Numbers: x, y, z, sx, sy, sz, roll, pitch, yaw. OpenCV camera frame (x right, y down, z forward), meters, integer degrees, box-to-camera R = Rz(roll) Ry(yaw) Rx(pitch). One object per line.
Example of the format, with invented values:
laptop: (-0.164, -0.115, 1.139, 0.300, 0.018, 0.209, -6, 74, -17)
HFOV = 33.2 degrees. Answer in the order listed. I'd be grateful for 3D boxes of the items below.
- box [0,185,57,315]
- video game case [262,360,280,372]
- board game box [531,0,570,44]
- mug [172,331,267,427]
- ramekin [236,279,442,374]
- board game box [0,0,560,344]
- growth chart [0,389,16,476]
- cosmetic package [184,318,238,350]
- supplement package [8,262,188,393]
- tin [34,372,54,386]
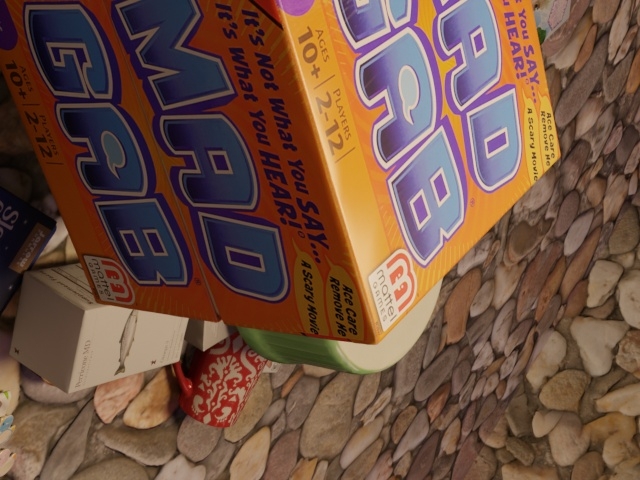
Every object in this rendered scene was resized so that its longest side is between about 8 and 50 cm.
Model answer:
box: (-0.359, 0.005, 1.108, 0.136, 0.037, 0.225, -59, 152, -7)
video game case: (-0.079, 0.135, 1.687, 0.143, 0.019, 0.157, 13, 103, -60)
board game box: (0.328, -0.441, 1.813, 0.318, 0.066, 0.318, -44, 146, -30)
mug: (-0.149, 0.167, 1.544, 0.113, 0.150, 0.169, -93, -154, -73)
ramekin: (0.035, 0.028, 1.389, 0.303, 0.148, 0.303, -20, 116, -48)
board game box: (-0.037, -0.163, 1.018, 0.356, 0.356, 0.356, -40, 123, -41)
growth chart: (-0.416, 0.240, 1.229, 0.172, 0.021, 0.237, -33, 140, -44)
cosmetic package: (-0.117, 0.038, 1.435, 0.238, 0.127, 0.107, -33, 139, -44)
supplement package: (-0.244, 0.089, 1.220, 0.179, 0.105, 0.105, -12, 123, -54)
tin: (-0.285, 0.124, 1.328, 0.190, 0.040, 0.106, 5, 106, -59)
